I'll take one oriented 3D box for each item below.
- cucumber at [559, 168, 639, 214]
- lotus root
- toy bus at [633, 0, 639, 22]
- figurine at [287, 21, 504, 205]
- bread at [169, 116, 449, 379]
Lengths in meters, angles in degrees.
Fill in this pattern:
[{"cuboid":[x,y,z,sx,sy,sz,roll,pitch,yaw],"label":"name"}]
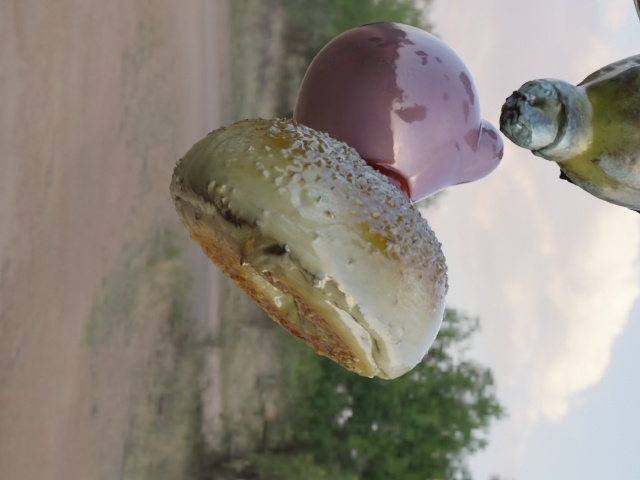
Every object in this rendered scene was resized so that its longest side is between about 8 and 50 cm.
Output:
[{"cuboid":[0.435,-0.082,1.597,0.115,0.244,0.063,-27,135,-42],"label":"cucumber"},{"cuboid":[0.293,-0.088,0.977,0.158,0.322,0.140,-163,-117,-67],"label":"lotus root"},{"cuboid":[0.566,-0.353,1.641,0.165,0.271,0.133,57,-3,-23],"label":"toy bus"},{"cuboid":[0.067,-0.140,1.421,0.270,0.261,0.211,34,-32,40],"label":"figurine"},{"cuboid":[0.000,0.000,1.162,0.159,0.305,0.305,-49,177,-10],"label":"bread"}]
